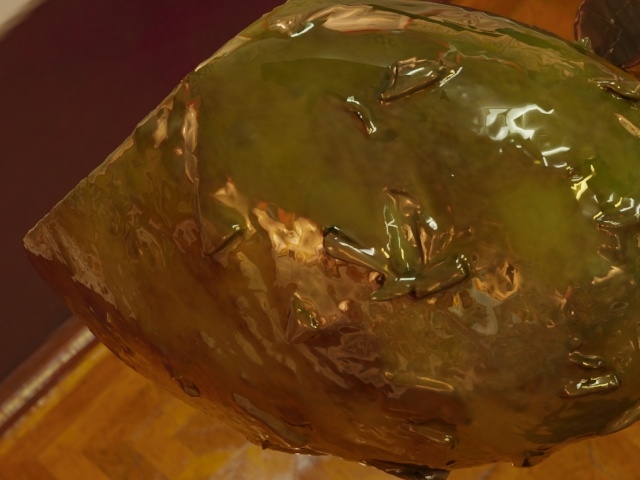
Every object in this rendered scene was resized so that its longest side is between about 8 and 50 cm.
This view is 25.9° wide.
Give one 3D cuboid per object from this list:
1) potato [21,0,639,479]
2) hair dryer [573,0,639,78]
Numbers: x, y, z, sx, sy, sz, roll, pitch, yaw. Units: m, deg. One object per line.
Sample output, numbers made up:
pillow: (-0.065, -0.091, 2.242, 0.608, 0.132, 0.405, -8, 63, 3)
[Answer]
potato: (0.000, 0.000, 0.502, 0.298, 0.176, 0.141, -3, 22, 38)
hair dryer: (0.358, -0.192, 1.017, 0.340, 0.123, 0.312, -13, 6, 20)
